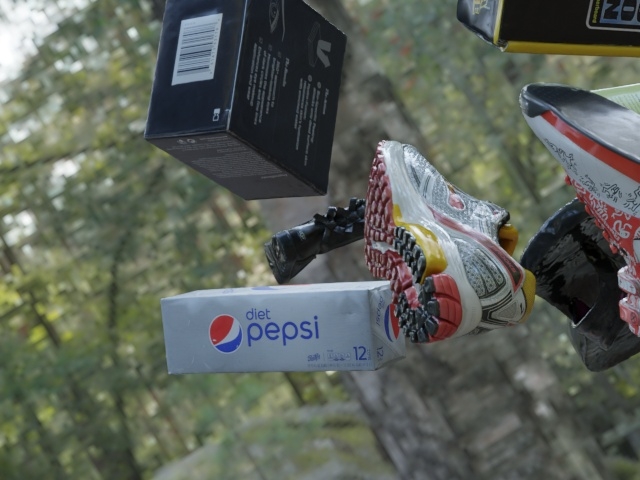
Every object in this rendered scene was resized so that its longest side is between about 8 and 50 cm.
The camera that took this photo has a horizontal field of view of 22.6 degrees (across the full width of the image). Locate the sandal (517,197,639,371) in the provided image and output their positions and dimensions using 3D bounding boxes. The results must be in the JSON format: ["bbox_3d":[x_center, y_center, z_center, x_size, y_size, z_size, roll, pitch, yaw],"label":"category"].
[{"bbox_3d":[0.325,0.056,1.678,0.167,0.107,0.446,-36,-27,4],"label":"sandal"}]

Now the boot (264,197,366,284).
[{"bbox_3d":[0.000,0.000,1.572,0.099,0.045,0.121,-22,-10,-14],"label":"boot"}]

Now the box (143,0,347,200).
[{"bbox_3d":[-0.061,-0.133,1.380,0.093,0.156,0.158,-4,-21,33],"label":"box"}]

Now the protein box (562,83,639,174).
[{"bbox_3d":[0.460,-0.098,2.132,0.201,0.200,0.136,-10,-42,-13],"label":"protein box"}]

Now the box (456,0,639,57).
[{"bbox_3d":[0.236,-0.280,1.021,0.257,0.322,0.079,1,21,-18],"label":"box"}]

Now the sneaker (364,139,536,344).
[{"bbox_3d":[0.087,0.002,1.138,0.092,0.088,0.225,-1,32,-14],"label":"sneaker"}]

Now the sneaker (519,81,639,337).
[{"bbox_3d":[0.250,-0.011,1.292,0.090,0.270,0.145,-20,-44,-46],"label":"sneaker"}]

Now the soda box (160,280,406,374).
[{"bbox_3d":[-0.046,0.104,1.906,0.286,0.098,0.091,-4,3,28],"label":"soda box"}]
